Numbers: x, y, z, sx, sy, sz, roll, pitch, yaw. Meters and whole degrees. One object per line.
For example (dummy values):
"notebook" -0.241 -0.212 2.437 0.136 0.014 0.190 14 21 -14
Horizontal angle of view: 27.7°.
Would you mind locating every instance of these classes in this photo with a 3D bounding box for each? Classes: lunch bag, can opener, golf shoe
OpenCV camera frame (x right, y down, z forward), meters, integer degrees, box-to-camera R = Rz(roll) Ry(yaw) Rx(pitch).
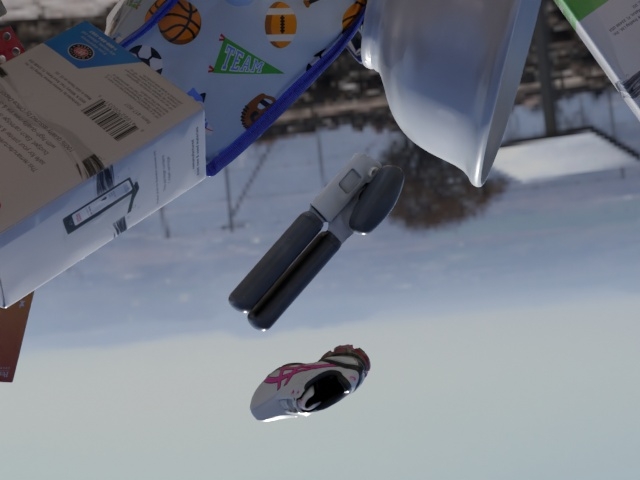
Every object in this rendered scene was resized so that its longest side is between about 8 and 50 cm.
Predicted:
"lunch bag" -0.069 -0.306 1.620 0.385 0.239 0.328 -44 -159 9
"can opener" 0.000 0.000 1.716 0.283 0.076 0.095 -49 -159 -14
"golf shoe" -0.025 0.197 1.712 0.186 0.067 0.086 -28 -170 27

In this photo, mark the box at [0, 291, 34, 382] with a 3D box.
"box" -0.426 0.076 1.565 0.130 0.170 0.091 5 -164 -36

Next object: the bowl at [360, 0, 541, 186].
"bowl" 0.119 -0.207 1.153 0.134 0.298 0.298 15 180 10

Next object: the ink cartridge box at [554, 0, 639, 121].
"ink cartridge box" 0.414 -0.236 1.466 0.198 0.273 0.115 -34 175 9

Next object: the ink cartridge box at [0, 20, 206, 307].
"ink cartridge box" -0.211 -0.064 1.000 0.203 0.148 0.086 -36 149 -29

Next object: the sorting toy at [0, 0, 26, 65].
"sorting toy" -0.509 -0.332 1.765 0.132 0.274 0.046 -30 -165 -17
